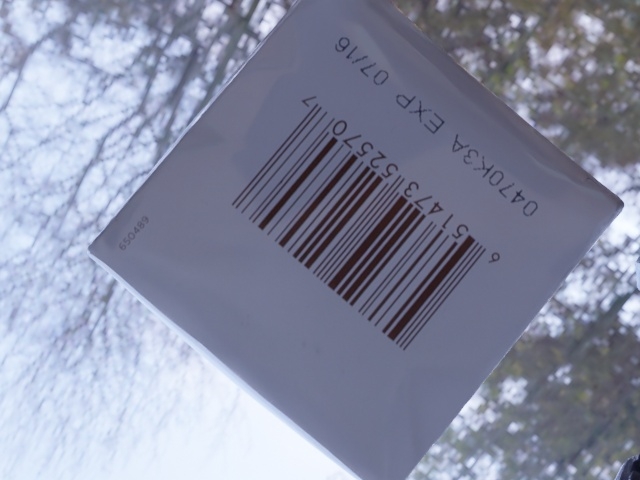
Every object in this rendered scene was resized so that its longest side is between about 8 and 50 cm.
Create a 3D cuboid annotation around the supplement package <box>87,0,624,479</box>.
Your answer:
[{"bbox_3d":[0.000,0.000,0.420,0.105,0.105,0.179,40,173,-5],"label":"supplement package"}]

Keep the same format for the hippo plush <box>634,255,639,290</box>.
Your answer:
[{"bbox_3d":[0.319,-0.025,0.494,0.234,0.294,0.236,50,-142,-20],"label":"hippo plush"}]

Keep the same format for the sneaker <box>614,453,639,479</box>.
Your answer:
[{"bbox_3d":[0.131,0.227,0.585,0.121,0.112,0.299,38,-140,0],"label":"sneaker"}]
